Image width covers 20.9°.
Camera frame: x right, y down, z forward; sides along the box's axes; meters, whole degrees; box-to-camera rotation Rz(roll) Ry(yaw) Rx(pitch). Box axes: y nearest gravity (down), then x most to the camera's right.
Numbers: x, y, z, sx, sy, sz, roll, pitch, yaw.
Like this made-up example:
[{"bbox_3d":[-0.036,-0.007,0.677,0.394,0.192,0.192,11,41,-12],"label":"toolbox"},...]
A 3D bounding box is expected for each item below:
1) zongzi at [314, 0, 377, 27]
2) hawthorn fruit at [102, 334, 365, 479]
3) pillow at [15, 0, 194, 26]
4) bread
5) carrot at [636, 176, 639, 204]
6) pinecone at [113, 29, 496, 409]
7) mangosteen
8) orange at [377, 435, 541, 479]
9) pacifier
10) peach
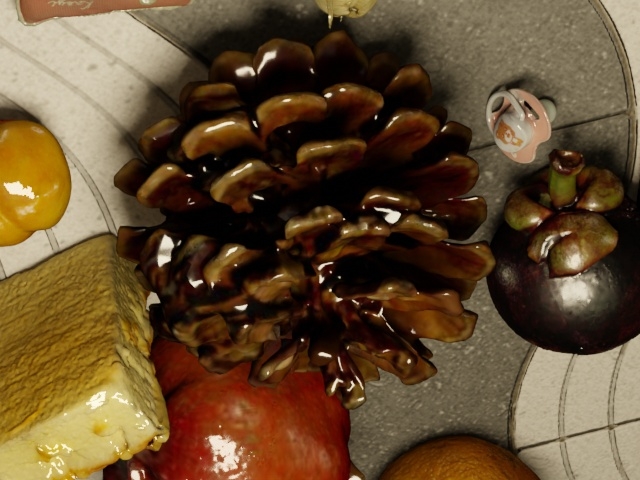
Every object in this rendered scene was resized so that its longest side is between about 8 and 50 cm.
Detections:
[{"bbox_3d":[0.068,-0.325,1.700,0.197,0.099,0.194,-15,130,-10],"label":"zongzi"},{"bbox_3d":[-0.108,0.227,1.982,0.311,0.295,0.295,-24,139,-39],"label":"hawthorn fruit"},{"bbox_3d":[-0.212,-0.284,1.675,0.179,0.075,0.171,-6,129,-6],"label":"pillow"},{"bbox_3d":[-0.268,0.133,1.864,0.185,0.274,0.114,-25,129,9],"label":"bread"},{"bbox_3d":[0.394,-0.104,1.967,0.066,0.066,0.314,-8,127,-7],"label":"carrot"},{"bbox_3d":[0.000,0.000,1.786,0.398,0.398,0.398,-6,129,-8],"label":"pinecone"},{"bbox_3d":[0.283,0.004,1.942,0.211,0.211,0.250,-18,120,1],"label":"mangosteen"},{"bbox_3d":[0.174,0.378,2.188,0.264,0.264,0.264,-6,129,-8],"label":"orange"},{"bbox_3d":[0.227,-0.136,1.909,0.078,0.081,0.099,-29,164,-30],"label":"pacifier"},{"bbox_3d":[-0.322,-0.059,1.795,0.138,0.138,0.138,-6,129,-8],"label":"peach"}]
